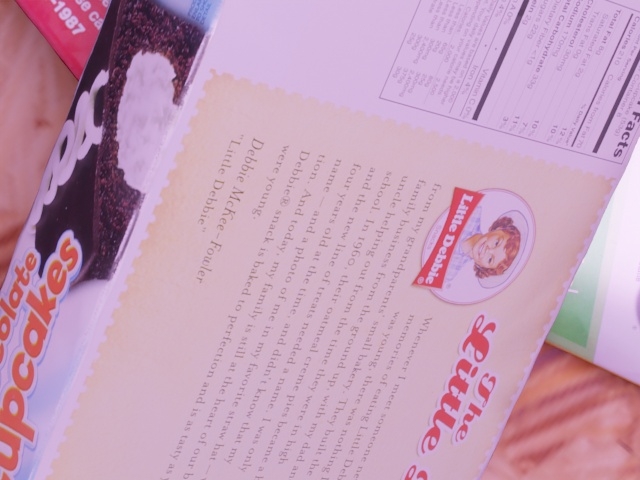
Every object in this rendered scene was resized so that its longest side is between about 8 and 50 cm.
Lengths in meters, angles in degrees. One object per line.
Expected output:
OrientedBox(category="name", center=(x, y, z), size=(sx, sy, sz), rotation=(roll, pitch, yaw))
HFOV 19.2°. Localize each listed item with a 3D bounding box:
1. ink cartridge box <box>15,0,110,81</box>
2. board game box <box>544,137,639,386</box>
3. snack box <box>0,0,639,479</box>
OrientedBox(category="ink cartridge box", center=(-0.023, -0.204, 0.670), size=(0.273, 0.114, 0.197), rotation=(-38, 88, 4))
OrientedBox(category="board game box", center=(0.136, -0.005, 0.707), size=(0.259, 0.039, 0.124), rotation=(25, 94, 0))
OrientedBox(category="snack box", center=(0.000, 0.000, 0.616), size=(0.187, 0.060, 0.322), rotation=(12, 107, -40))
